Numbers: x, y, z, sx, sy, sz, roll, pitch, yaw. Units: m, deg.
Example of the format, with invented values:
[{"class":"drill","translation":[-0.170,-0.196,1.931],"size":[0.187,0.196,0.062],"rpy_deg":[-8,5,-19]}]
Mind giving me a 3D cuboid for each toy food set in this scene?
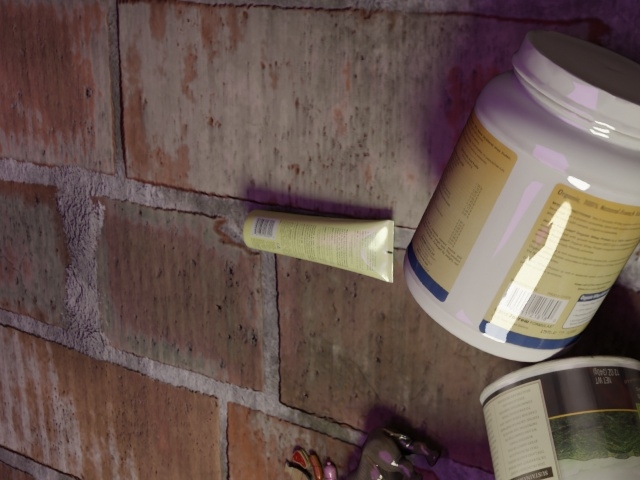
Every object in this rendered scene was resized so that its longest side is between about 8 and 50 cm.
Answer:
[{"class":"toy food set","translation":[-0.004,0.379,1.439],"size":[0.122,0.019,0.078],"rpy_deg":[36,122,33]}]

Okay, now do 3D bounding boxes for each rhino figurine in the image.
[{"class":"rhino figurine","translation":[0.085,0.378,1.336],"size":[0.106,0.073,0.243],"rpy_deg":[34,122,20]}]

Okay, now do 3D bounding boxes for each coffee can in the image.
[{"class":"coffee can","translation":[0.300,0.292,0.997],"size":[0.201,0.201,0.275],"rpy_deg":[-31,53,38]}]

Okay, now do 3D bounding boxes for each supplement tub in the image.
[{"class":"supplement tub","translation":[0.248,-0.049,0.991],"size":[0.228,0.228,0.316],"rpy_deg":[37,122,23]}]

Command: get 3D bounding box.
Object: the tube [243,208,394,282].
[{"class":"tube","translation":[0.000,0.000,1.306],"size":[0.240,0.062,0.070],"rpy_deg":[9,152,30]}]
